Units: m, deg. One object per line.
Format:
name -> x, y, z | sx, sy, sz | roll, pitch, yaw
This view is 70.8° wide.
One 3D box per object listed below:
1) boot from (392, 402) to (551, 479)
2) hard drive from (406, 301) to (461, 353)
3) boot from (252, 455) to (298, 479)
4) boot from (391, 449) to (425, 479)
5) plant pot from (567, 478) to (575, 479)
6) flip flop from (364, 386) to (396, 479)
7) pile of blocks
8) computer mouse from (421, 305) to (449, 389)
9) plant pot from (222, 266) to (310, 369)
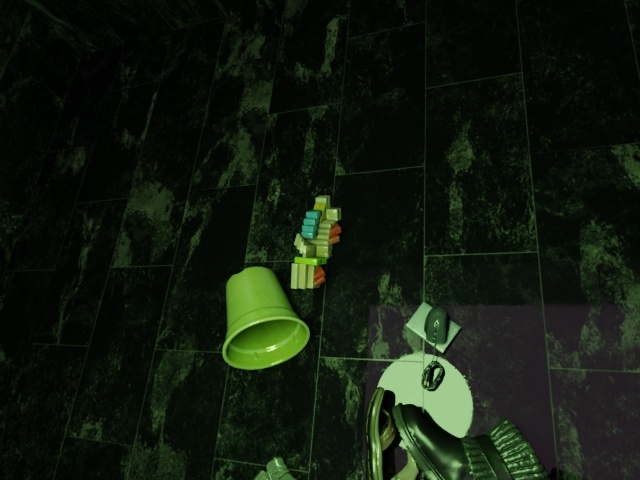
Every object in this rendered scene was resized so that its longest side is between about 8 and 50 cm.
boot -> 0.375, 0.522, 1.163 | 0.260, 0.131, 0.348 | -37, 58, 2
hard drive -> 0.338, 0.260, 1.351 | 0.135, 0.022, 0.094 | 35, 84, 30
boot -> -0.154, 0.775, 1.315 | 0.161, 0.083, 0.246 | 33, 78, 37
boot -> 0.232, 0.638, 1.225 | 0.086, 0.042, 0.119 | -28, 60, 12
plant pot -> 0.610, 0.669, 0.958 | 0.235, 0.212, 0.236 | 18, 75, 27
flip flop -> 0.171, 0.555, 1.258 | 0.080, 0.112, 0.277 | 3, 65, -4
pile of blocks -> 0.000, 0.000, 1.527 | 0.112, 0.149, 0.363 | 5, 70, 24
computer mouse -> 0.326, 0.306, 1.299 | 0.071, 0.041, 0.242 | 4, 71, 23
plant pot -> -0.201, 0.235, 1.466 | 0.276, 0.276, 0.254 | -30, 49, 8
